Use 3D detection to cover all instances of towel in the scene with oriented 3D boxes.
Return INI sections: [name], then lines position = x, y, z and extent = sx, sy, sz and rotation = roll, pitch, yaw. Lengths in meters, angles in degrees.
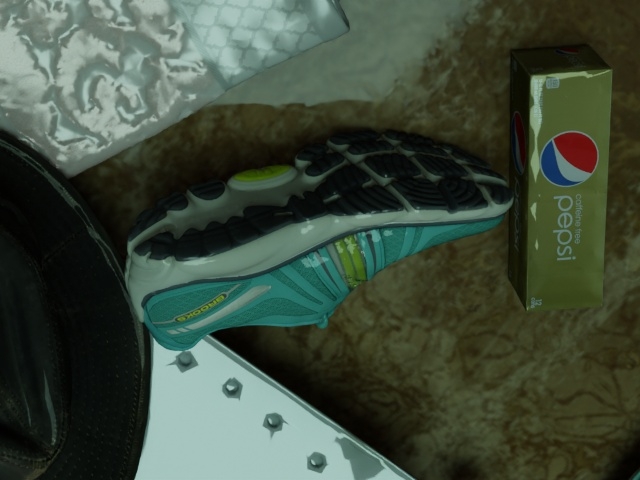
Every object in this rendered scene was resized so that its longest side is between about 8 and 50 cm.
[towel]
position = -0.185, -0.204, 0.839
extent = 0.317, 0.053, 0.332
rotation = -25, 113, 7

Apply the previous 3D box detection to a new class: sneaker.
[sneaker]
position = 0.000, 0.000, 0.909
extent = 0.275, 0.107, 0.110
rotation = -15, 129, -14

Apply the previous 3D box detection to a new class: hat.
[hat]
position = -0.219, 0.067, 0.779
extent = 0.331, 0.134, 0.331
rotation = 7, 78, -32

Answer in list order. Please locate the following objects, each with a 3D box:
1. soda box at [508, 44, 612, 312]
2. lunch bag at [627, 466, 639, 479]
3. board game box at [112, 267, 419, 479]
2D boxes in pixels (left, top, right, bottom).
[soda box]
position = 0.168, -0.042, 0.936
extent = 0.058, 0.061, 0.181
rotation = -5, 115, -3
[lunch bag]
position = 0.283, 0.312, 1.024
extent = 0.108, 0.224, 0.279
rotation = 14, 113, -37
[board game box]
position = -0.164, 0.241, 0.953
extent = 0.390, 0.050, 0.390
rotation = 36, 92, -6
